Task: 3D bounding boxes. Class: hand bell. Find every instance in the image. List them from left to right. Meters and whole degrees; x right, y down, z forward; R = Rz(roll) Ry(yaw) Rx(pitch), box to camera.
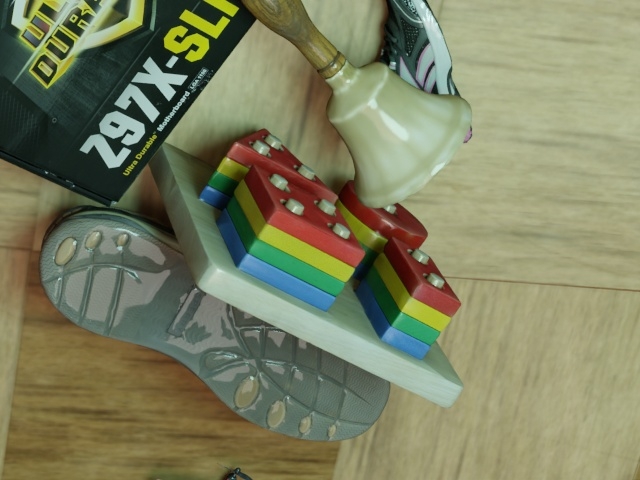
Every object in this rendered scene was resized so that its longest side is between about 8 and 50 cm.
[{"bbox_3d":[0.004,-0.152,1.487,0.126,0.126,0.242,-40,116,9],"label":"hand bell"}]

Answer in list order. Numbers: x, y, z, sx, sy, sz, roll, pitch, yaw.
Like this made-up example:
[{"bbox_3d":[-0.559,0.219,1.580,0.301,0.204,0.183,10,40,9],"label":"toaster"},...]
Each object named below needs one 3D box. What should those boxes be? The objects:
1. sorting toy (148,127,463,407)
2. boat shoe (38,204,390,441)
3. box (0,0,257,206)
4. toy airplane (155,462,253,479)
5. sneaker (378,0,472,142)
[{"bbox_3d":[0.000,0.000,1.548,0.257,0.255,0.089,27,106,-25],"label":"sorting toy"},{"bbox_3d":[-0.090,0.059,1.633,0.355,0.130,0.132,32,103,-20],"label":"boat shoe"},{"bbox_3d":[-0.185,-0.207,1.461,0.257,0.079,0.322,26,110,-41],"label":"box"},{"bbox_3d":[-0.117,0.285,1.805,0.151,0.028,0.151,-5,118,-10],"label":"toy airplane"},{"bbox_3d":[0.077,-0.150,1.593,0.077,0.072,0.178,-20,119,1],"label":"sneaker"}]
